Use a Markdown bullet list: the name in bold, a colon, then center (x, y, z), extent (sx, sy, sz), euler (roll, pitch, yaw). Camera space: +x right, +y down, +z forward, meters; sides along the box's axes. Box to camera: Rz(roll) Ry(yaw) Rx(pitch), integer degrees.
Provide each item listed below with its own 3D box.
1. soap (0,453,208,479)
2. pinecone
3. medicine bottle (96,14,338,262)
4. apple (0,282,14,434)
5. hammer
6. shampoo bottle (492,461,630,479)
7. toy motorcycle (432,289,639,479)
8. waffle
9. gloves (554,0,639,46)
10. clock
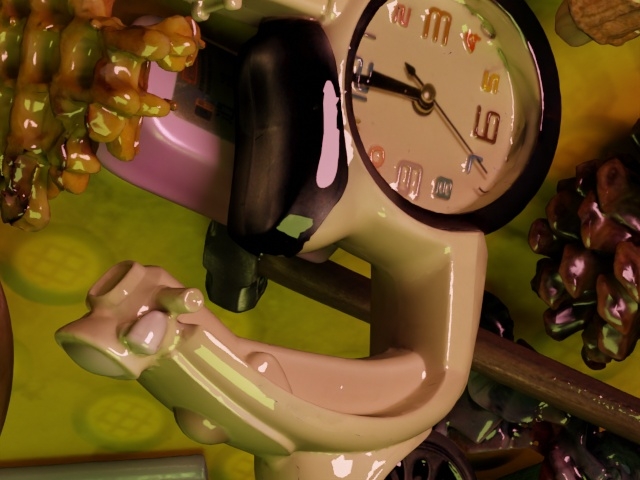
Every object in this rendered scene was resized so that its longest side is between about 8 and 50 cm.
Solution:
- **soap**: center (-0.218, 0.262, 1.365), extent (0.265, 0.087, 0.160), euler (-4, 136, 1)
- **pinecone**: center (0.229, 0.010, 1.071), extent (0.212, 0.168, 0.186), euler (-38, 167, 37)
- **medicine bottle**: center (-0.076, -0.073, 1.012), extent (0.219, 0.115, 0.078), euler (24, 131, -25)
- **apple**: center (-0.364, 0.099, 1.039), extent (0.338, 0.305, 0.338), euler (-2, 137, -2)
- **hammer**: center (0.089, 0.062, 1.097), extent (0.365, 0.043, 0.111), euler (24, 140, 12)
- **shampoo bottle**: center (0.150, 0.364, 1.319), extent (0.343, 0.331, 0.331), euler (-26, 131, 19)
- **toy motorcycle**: center (0.137, 0.136, 1.176), extent (0.122, 0.213, 0.082), euler (-51, 157, 15)
- **waffle**: center (-0.148, -0.142, 0.873), extent (0.051, 0.231, 0.228), euler (-5, 145, -43)
- **gloves**: center (0.258, -0.212, 0.861), extent (0.203, 0.155, 0.356), euler (34, 128, -27)
- **clock**: center (0.000, 0.000, 0.933), extent (0.276, 0.379, 0.120), euler (20, 165, -29)
